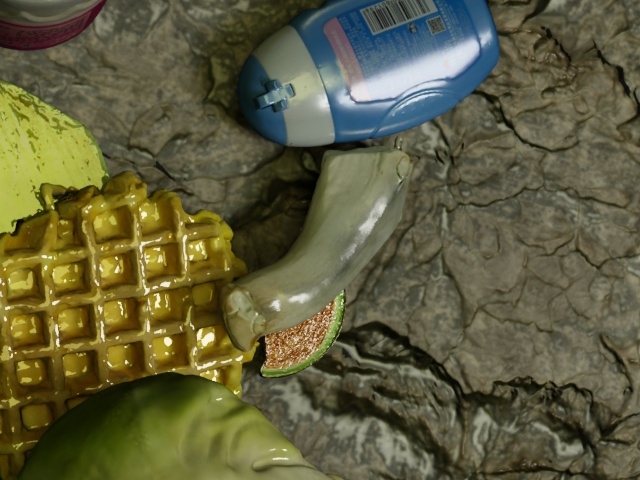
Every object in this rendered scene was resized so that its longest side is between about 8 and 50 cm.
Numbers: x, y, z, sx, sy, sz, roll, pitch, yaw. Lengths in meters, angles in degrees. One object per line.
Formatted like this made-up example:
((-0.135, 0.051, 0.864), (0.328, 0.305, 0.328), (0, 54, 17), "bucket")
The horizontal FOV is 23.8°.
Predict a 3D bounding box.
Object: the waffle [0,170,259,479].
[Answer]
((-0.197, 0.084, 1.414), (0.329, 0.062, 0.329), (-2, 96, -21), "waffle")

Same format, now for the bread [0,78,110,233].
((-0.309, -0.039, 1.427), (0.228, 0.033, 0.228), (1, 87, -13), "bread")

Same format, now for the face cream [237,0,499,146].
((0.043, -0.173, 1.499), (0.264, 0.083, 0.149), (-22, 91, -15), "face cream")

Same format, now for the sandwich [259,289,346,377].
((-0.016, 0.082, 1.498), (0.067, 0.029, 0.135), (33, 78, -10), "sandwich")

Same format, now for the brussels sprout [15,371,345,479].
((-0.120, 0.246, 1.287), (0.316, 0.274, 0.243), (-16, 133, -25), "brussels sprout")

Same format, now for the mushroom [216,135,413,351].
((0.002, 0.001, 1.449), (0.278, 0.099, 0.096), (-51, 121, -27), "mushroom")

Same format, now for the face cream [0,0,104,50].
((-0.262, -0.272, 1.367), (0.175, 0.195, 0.175), (1, 87, -13), "face cream")
